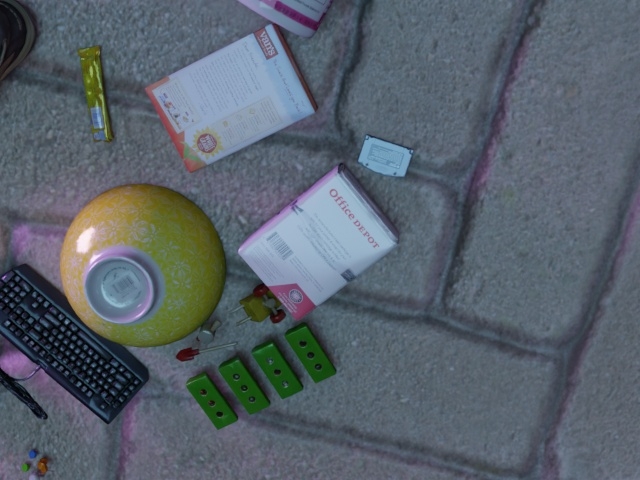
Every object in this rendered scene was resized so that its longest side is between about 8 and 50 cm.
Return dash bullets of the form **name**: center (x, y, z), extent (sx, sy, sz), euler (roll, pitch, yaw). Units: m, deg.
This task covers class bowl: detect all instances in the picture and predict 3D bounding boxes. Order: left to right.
- **bowl**: center (-0.311, 0.061, 1.456), extent (0.290, 0.156, 0.289), euler (1, 104, 4)

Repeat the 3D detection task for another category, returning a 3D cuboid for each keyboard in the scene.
- **keyboard**: center (-0.480, 0.208, 1.539), extent (0.317, 0.033, 0.201), euler (42, 82, -6)

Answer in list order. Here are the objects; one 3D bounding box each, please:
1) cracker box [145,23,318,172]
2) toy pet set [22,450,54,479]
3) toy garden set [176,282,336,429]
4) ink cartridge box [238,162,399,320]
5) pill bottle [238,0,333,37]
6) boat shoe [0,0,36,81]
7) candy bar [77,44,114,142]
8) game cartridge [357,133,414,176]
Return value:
- **cracker box**: center (-0.141, -0.229, 1.412), extent (0.232, 0.067, 0.155), euler (-24, 102, 11)
- **toy pet set**: center (-0.513, 0.473, 1.640), extent (0.114, 0.065, 0.122), euler (38, 104, 31)
- **toy garden set**: center (-0.127, 0.194, 1.521), extent (0.244, 0.049, 0.203), euler (-27, 110, 13)
- **ink cartridge box**: center (0.000, 0.000, 1.445), extent (0.218, 0.092, 0.158), euler (-38, 98, 15)
- **pill bottle**: center (-0.012, -0.460, 1.294), extent (0.160, 0.160, 0.283), euler (31, 105, -3)
- **boat shoe**: center (-0.605, -0.247, 1.416), extent (0.132, 0.130, 0.355), euler (36, 104, -4)
- **candy bar**: center (-0.373, -0.240, 1.455), extent (0.040, 0.018, 0.161), euler (-4, 104, 10)
- **game cartridge**: center (0.106, -0.136, 1.440), extent (0.083, 0.017, 0.056), euler (19, 102, 0)
